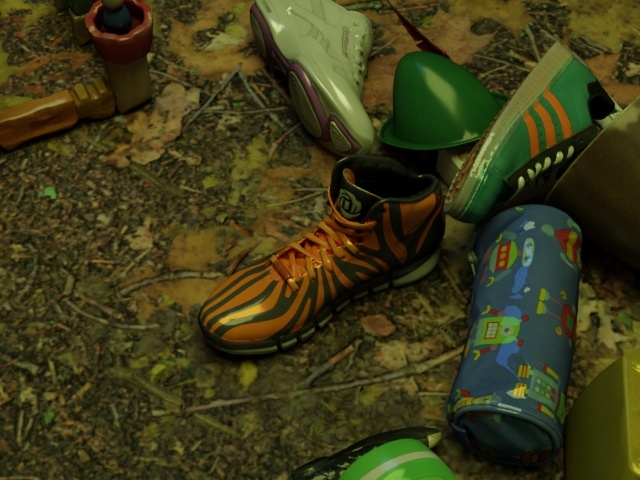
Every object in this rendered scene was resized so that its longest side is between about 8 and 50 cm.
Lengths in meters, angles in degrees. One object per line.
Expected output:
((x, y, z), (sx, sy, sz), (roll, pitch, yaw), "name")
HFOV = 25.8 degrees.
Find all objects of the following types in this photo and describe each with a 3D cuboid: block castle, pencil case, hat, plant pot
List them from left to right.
((-0.431, -0.342, 1.854), (0.303, 0.213, 0.453), (-21, 54, -16), "block castle")
((0.133, -0.229, 1.747), (0.208, 0.183, 0.173), (5, 31, 36), "hat")
((0.215, 0.100, 1.550), (0.133, 0.119, 0.306), (-4, 49, 22), "pencil case")
((0.418, -0.037, 1.626), (0.215, 0.215, 0.230), (-39, 76, -27), "plant pot")
((0.363, 0.226, 1.404), (0.212, 0.187, 0.212), (4, 51, 4), "plant pot")

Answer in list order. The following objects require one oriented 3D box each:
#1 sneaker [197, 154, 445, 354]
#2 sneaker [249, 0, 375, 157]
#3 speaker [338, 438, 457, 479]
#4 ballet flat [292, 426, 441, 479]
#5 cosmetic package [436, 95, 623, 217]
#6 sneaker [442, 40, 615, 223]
((0.000, 0.000, 1.593), (0.321, 0.180, 0.124), (-27, 56, -20), "sneaker")
((0.019, -0.236, 1.827), (0.152, 0.114, 0.305), (-19, 53, -13), "sneaker")
((0.127, 0.339, 1.352), (0.131, 0.131, 0.296), (-21, 54, -16), "speaker")
((0.051, 0.240, 1.493), (0.173, 0.057, 0.049), (-19, 94, -14), "ballet flat")
((0.274, -0.115, 1.764), (0.239, 0.060, 0.099), (-22, 53, -17), "cosmetic package")
((0.256, -0.111, 1.645), (0.121, 0.108, 0.302), (37, 56, 2), "sneaker")
